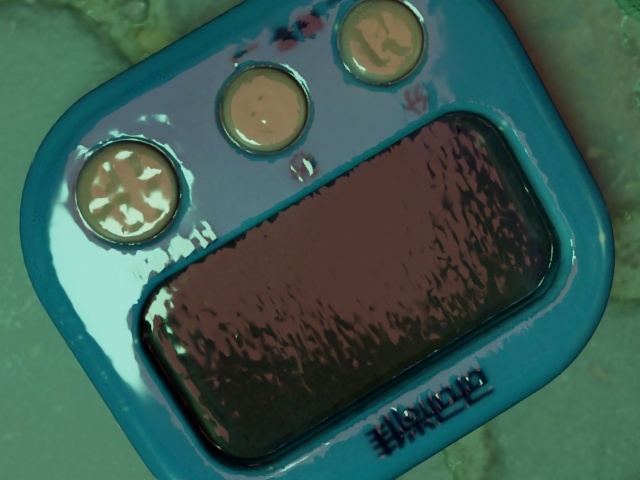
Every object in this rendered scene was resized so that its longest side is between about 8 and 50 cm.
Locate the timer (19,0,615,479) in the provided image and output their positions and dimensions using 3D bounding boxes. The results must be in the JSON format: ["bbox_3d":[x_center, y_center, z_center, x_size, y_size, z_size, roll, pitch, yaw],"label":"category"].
[{"bbox_3d":[0.000,0.000,0.673,0.340,0.115,0.309,-31,98,-3],"label":"timer"}]

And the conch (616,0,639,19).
[{"bbox_3d":[0.239,-0.197,0.714,0.076,0.056,0.085,9,94,5],"label":"conch"}]
